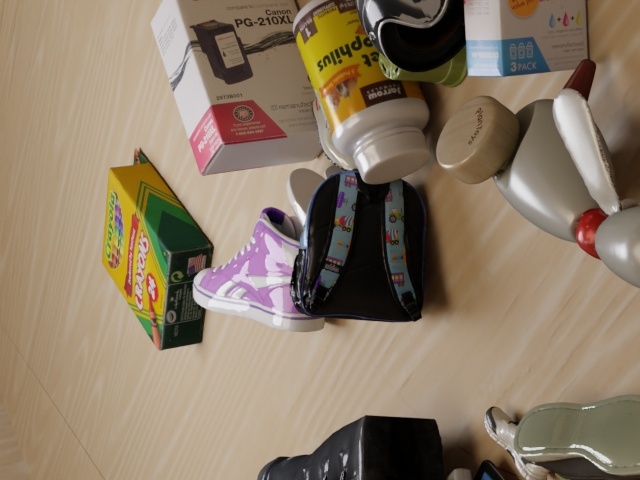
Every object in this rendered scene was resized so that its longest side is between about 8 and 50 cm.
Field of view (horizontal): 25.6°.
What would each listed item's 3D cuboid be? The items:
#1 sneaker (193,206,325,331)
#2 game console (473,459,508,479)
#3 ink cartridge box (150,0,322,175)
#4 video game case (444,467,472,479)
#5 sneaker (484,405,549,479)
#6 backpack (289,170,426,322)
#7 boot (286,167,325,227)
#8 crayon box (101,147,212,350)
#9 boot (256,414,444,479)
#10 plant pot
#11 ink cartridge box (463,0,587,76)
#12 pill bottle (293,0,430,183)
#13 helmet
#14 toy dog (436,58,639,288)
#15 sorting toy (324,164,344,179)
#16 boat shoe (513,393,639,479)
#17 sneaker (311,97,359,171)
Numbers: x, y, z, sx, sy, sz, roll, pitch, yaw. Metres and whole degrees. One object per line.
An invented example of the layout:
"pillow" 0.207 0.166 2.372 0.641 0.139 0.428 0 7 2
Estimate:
"sneaker" -0.084 0.028 1.989 0.282 0.102 0.161 9 103 50
"game console" 0.183 0.344 1.584 0.085 0.124 0.144 25 132 11
"ink cartridge box" -0.100 -0.219 1.844 0.100 0.172 0.237 -48 57 56
"video game case" 0.148 0.394 1.638 0.193 0.023 0.212 113 157 -63
"sneaker" 0.220 0.215 1.535 0.109 0.040 0.044 49 123 39
"backpack" 0.046 0.008 1.672 0.117 0.158 0.173 165 109 -80
"boot" 0.000 0.000 1.836 0.190 0.069 0.086 61 144 30
"crayon box" -0.291 0.010 2.379 0.318 0.081 0.202 49 140 45
"boot" 0.050 0.423 1.777 0.445 0.146 0.367 -35 67 63
"plant pot" 0.109 -0.206 1.554 0.083 0.079 0.083 32 127 55
"ink cartridge box" 0.194 -0.251 1.349 0.061 0.104 0.181 13 111 60
"pill bottle" 0.052 -0.178 1.628 0.117 0.117 0.215 -49 57 56
"helmet" 0.114 -0.262 1.443 0.161 0.169 0.169 -7 93 50
"toy dog" 0.253 -0.069 1.248 0.333 0.220 0.161 36 98 44
"sorting toy" 0.036 -0.067 1.739 0.045 0.075 0.083 35 129 54
"boat shoe" 0.286 0.199 1.369 0.227 0.068 0.081 -6 53 58
"sneaker" 0.038 -0.146 1.710 0.075 0.057 0.161 -49 35 27
